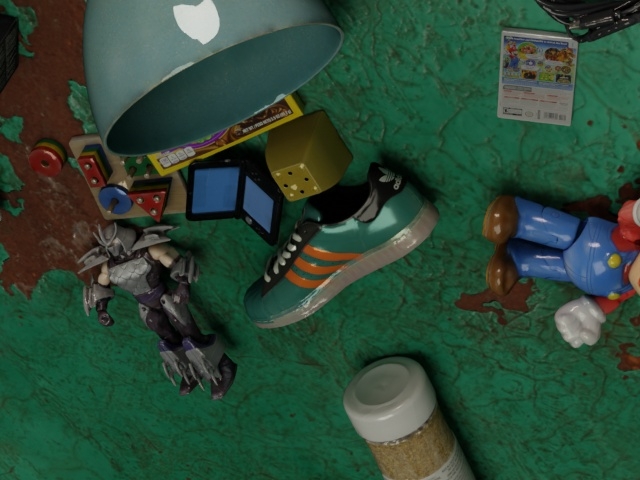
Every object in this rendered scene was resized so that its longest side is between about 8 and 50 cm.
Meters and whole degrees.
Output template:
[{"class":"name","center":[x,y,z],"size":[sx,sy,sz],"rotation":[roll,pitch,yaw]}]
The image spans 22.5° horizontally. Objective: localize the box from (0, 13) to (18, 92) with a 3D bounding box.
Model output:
[{"class":"box","center":[-0.464,-0.206,1.940],"size":[0.147,0.180,0.077],"rotation":[14,133,6]}]

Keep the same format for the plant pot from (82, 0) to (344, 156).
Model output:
[{"class":"plant pot","center":[-0.145,-0.247,1.776],"size":[0.290,0.290,0.195],"rotation":[-33,78,36]}]

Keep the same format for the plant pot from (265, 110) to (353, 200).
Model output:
[{"class":"plant pot","center":[-0.020,-0.094,1.965],"size":[0.081,0.083,0.081],"rotation":[-16,124,28]}]

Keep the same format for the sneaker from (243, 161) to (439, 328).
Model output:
[{"class":"sneaker","center":[0.000,0.000,2.033],"size":[0.302,0.108,0.121],"rotation":[-33,114,28]}]

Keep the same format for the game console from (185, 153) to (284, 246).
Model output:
[{"class":"game console","center":[-0.108,-0.045,2.027],"size":[0.107,0.071,0.122],"rotation":[43,151,22]}]

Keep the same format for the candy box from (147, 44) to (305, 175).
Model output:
[{"class":"candy box","center":[-0.133,-0.159,1.960],"size":[0.206,0.027,0.105],"rotation":[-22,118,19]}]

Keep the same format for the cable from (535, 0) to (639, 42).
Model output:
[{"class":"cable","center":[0.311,-0.296,1.719],"size":[0.184,0.047,0.150],"rotation":[-20,116,34]}]

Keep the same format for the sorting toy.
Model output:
[{"class":"sorting toy","center":[-0.239,-0.077,2.075],"size":[0.274,0.046,0.132],"rotation":[-5,128,21]}]

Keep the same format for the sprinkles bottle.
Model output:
[{"class":"sprinkles bottle","center":[0.149,0.326,2.253],"size":[0.121,0.121,0.355],"rotation":[-10,126,25]}]

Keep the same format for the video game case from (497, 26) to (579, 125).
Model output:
[{"class":"video game case","center":[0.249,-0.188,1.848],"size":[0.087,0.011,0.122],"rotation":[8,132,12]}]

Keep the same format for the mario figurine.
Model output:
[{"class":"mario figurine","center":[0.347,0.034,1.898],"size":[0.320,0.170,0.198],"rotation":[7,167,21]}]

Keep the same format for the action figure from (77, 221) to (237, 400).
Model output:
[{"class":"action figure","center":[-0.219,0.086,2.179],"size":[0.185,0.099,0.285],"rotation":[-12,122,37]}]

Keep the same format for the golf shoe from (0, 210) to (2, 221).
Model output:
[{"class":"golf shoe","center":[-0.522,-0.031,2.184],"size":[0.198,0.077,0.094],"rotation":[-12,126,27]}]
